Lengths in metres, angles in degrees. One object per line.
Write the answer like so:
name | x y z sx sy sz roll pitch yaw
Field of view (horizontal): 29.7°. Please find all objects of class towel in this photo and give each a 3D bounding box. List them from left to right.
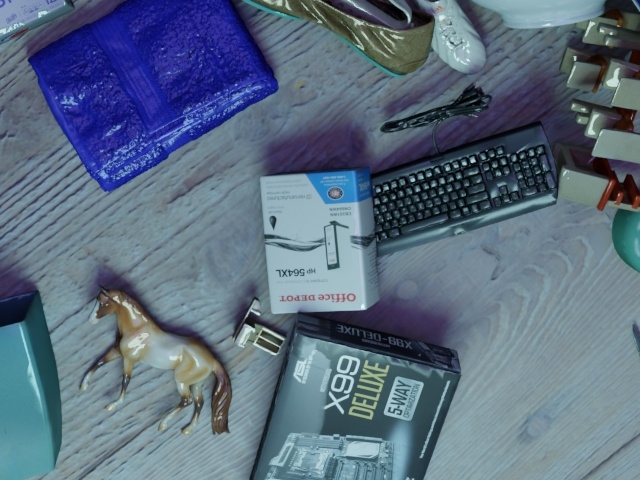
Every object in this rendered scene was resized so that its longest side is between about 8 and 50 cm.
towel | -0.239 -0.237 1.731 0.308 0.076 0.228 -31 98 0

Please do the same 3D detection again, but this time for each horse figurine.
horse figurine | -0.235 0.188 1.781 0.263 0.066 0.174 25 100 -4

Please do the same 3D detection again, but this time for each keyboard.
keyboard | 0.173 -0.106 1.740 0.317 0.033 0.202 -17 88 18

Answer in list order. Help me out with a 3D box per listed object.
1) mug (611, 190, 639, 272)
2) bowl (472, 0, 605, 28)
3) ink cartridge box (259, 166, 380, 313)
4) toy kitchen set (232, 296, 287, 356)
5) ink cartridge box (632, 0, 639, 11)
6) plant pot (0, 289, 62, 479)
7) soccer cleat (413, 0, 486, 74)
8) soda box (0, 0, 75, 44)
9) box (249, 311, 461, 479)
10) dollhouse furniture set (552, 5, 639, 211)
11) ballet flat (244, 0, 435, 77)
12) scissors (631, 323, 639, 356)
mug | 0.508 -0.021 1.786 0.129 0.097 0.158 1 101 -2
bowl | 0.314 -0.371 1.657 0.297 0.298 0.134 -11 108 -3
ink cartridge box | 0.000 0.000 1.747 0.148 0.086 0.203 -4 96 16
toy kitchen set | -0.081 0.130 1.774 0.075 0.083 0.068 28 94 -6
ink cartridge box | 0.508 -0.379 1.610 0.071 0.330 0.324 -5 66 33
plant pot | -0.459 0.220 1.727 0.165 0.166 0.234 -14 105 -2
soccer cleat | 0.178 -0.326 1.749 0.068 0.076 0.196 -33 97 0
soda box | -0.497 -0.308 1.695 0.286 0.098 0.091 -26 98 -1
box | 0.044 0.275 1.759 0.242 0.076 0.307 15 113 -6
dollhouse furniture set | 0.424 -0.177 1.703 0.135 0.262 0.259 10 122 -7
ballet flat | 0.014 -0.353 1.700 0.342 0.116 0.124 27 130 -9
scissors | 0.545 0.266 1.866 0.109 0.021 0.297 -9 95 0
